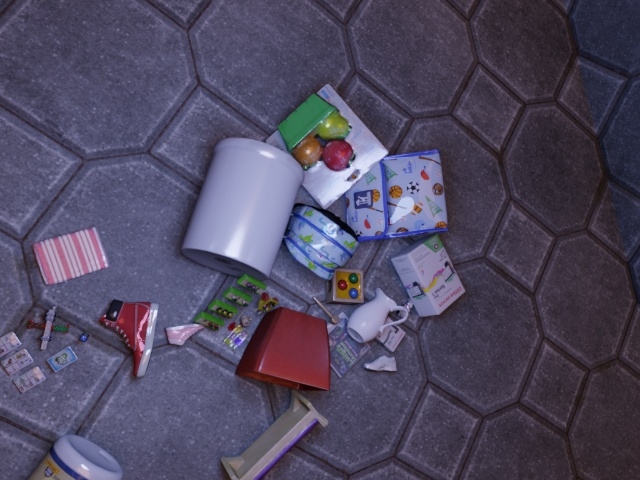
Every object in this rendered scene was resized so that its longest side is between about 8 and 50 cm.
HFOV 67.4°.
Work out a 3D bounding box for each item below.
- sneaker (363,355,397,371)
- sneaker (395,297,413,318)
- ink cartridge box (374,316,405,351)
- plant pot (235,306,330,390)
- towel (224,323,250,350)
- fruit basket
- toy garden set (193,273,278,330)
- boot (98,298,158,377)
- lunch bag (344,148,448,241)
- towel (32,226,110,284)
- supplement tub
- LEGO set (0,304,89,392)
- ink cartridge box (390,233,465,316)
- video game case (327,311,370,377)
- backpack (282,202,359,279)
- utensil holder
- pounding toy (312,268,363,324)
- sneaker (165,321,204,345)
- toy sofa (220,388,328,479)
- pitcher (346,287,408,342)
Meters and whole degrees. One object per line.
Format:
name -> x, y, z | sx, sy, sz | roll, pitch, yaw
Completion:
sneaker -> 0.235, 0.490, 1.906 | 0.152, 0.053, 0.061 | 7, 72, -27
sneaker -> 0.339, 0.269, 1.974 | 0.069, 0.038, 0.098 | 27, 75, -17
ink cartridge box -> 0.260, 0.366, 1.922 | 0.135, 0.056, 0.099 | 42, 71, -12
plant pot -> -0.115, 0.377, 1.681 | 0.267, 0.267, 0.236 | 20, 67, -18
towel -> -0.301, 0.350, 1.730 | 0.060, 0.009, 0.083 | 48, 70, -11
fruit basket -> 0.022, -0.354, 1.817 | 0.327, 0.165, 0.353 | -42, 93, 7
toy garden set -> -0.274, 0.242, 1.653 | 0.244, 0.049, 0.203 | -41, 139, 10
boot -> -0.635, 0.319, 1.565 | 0.176, 0.088, 0.245 | 8, 73, -20
lunch bag -> 0.288, -0.166, 1.889 | 0.384, 0.239, 0.328 | -5, 87, 8
towel -> -0.807, 0.050, 1.558 | 0.196, 0.029, 0.144 | -19, 91, -25
supplement tub -> -0.762, 0.760, 1.387 | 0.228, 0.228, 0.316 | 39, 72, -13
LEGO set -> -0.864, 0.329, 1.504 | 0.244, 0.060, 0.183 | -32, 100, -12
ink cartridge box -> 0.444, 0.144, 1.970 | 0.201, 0.117, 0.278 | -30, 95, -33
video game case -> 0.080, 0.405, 1.866 | 0.173, 0.022, 0.190 | -40, 99, -20
backpack -> 0.000, 0.000, 1.702 | 0.290, 0.355, 0.273 | 43, 72, -13
utensil holder -> -0.261, -0.096, 1.609 | 0.327, 0.327, 0.386 | 22, 72, -18
pounding toy -> 0.069, 0.214, 1.831 | 0.180, 0.094, 0.206 | 6, 74, -21
sneaker -> -0.460, 0.322, 1.650 | 0.134, 0.051, 0.070 | -7, 88, -19
toy sofa -> -0.145, 0.713, 1.657 | 0.362, 0.150, 0.177 | -39, 109, -19
pitcher -> 0.216, 0.300, 1.822 | 0.207, 0.177, 0.126 | -43, 138, -25
